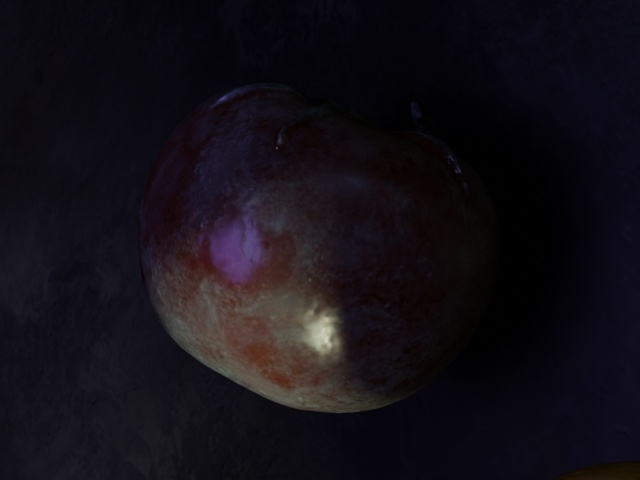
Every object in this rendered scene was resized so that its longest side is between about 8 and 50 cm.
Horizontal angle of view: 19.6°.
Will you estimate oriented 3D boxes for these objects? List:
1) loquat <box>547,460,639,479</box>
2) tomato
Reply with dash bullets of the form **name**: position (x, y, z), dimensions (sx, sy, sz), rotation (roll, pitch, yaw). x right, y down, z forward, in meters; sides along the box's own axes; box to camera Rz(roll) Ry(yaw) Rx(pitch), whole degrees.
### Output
- **loquat**: position (0.233, 0.316, 1.366), dimensions (0.359, 0.328, 0.328), rotation (-133, 46, -77)
- **tomato**: position (0.000, 0.000, 1.615), dimensions (0.317, 0.317, 0.282), rotation (26, 98, 47)
